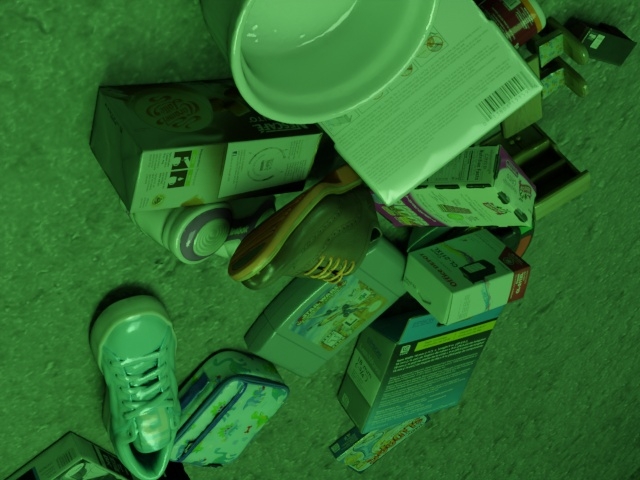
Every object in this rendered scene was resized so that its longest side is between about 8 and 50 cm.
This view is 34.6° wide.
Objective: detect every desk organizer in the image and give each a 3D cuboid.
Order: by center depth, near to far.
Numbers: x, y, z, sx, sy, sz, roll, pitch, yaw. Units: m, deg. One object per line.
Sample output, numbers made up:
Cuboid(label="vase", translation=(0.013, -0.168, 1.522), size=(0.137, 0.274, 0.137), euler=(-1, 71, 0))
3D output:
Cuboid(label="desk organizer", translation=(0.436, -0.317, 1.624), size=(0.130, 0.050, 0.047), euler=(3, 129, -42))

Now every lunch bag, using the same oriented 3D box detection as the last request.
Cuboid(label="lunch bag", translation=(-0.176, 0.297, 1.787), size=(0.219, 0.090, 0.176), euler=(-48, 140, 15))

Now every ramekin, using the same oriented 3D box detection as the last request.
Cuboid(label="ramekin", translation=(-0.007, -0.287, 1.221), size=(0.277, 0.135, 0.277), euler=(-22, 142, -18))

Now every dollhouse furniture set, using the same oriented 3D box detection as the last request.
Cuboid(label="dollhouse furniture set", translation=(0.325, -0.175, 1.599), size=(0.212, 0.161, 0.242), euler=(-31, 144, -7))

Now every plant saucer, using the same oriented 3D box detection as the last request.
Cuboid(label="plant saucer", translation=(0.217, -0.047, 1.722), size=(0.195, 0.037, 0.195), euler=(-32, 172, -5))

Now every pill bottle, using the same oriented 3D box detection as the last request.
Cuboid(label="pill bottle", translation=(0.236, -0.291, 1.458), size=(0.152, 0.086, 0.086), euler=(-38, 145, 4))

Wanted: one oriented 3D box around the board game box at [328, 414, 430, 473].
Cuboid(label="board game box", translation=(0.129, 0.415, 2.215), size=(0.201, 0.035, 0.136), euler=(-39, 144, 5))

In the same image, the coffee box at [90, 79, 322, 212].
Cuboid(label="coffee box", translation=(-0.143, -0.124, 1.288), size=(0.246, 0.141, 0.098), euler=(-9, 135, -32))

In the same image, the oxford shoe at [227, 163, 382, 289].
Cuboid(label="oxford shoe", translation=(0.000, 0.000, 1.380), size=(0.130, 0.132, 0.364), euler=(-33, -177, 31))

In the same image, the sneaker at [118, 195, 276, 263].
Cuboid(label="sneaker", translation=(-0.159, -0.043, 1.409), size=(0.114, 0.152, 0.305), euler=(-64, 162, 6))

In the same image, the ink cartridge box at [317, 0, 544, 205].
Cuboid(label="ink cartridge box", translation=(0.123, -0.217, 1.407), size=(0.275, 0.060, 0.239), euler=(-37, 108, 16))

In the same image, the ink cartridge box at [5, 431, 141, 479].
Cuboid(label="ink cartridge box", translation=(-0.400, 0.453, 1.801), size=(0.165, 0.065, 0.332), euler=(-38, 145, 1))

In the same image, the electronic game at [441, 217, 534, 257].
Cuboid(label="electronic game", translation=(0.298, 0.022, 1.898), size=(0.229, 0.048, 0.229), euler=(-22, 142, -19))

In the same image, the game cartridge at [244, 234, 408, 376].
Cuboid(label="game cartridge", translation=(0.020, 0.109, 1.766), size=(0.297, 0.062, 0.198), euler=(-42, 148, 9))

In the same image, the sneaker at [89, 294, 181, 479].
Cuboid(label="sneaker", translation=(-0.265, 0.239, 1.593), size=(0.135, 0.150, 0.366), euler=(-21, 142, -22))

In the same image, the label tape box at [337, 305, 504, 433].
Cuboid(label="label tape box", translation=(0.193, 0.204, 1.967), size=(0.241, 0.106, 0.333), euler=(-11, 137, -30))

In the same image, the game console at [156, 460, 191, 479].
Cuboid(label="game console", translation=(-0.270, 0.431, 1.830), size=(0.107, 0.122, 0.071), euler=(16, 120, -48))

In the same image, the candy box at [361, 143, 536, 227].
Cuboid(label="candy box", translation=(0.187, -0.079, 1.554), size=(0.159, 0.233, 0.071), euler=(36, 61, -53))

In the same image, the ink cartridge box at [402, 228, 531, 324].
Cuboid(label="ink cartridge box", translation=(0.248, 0.060, 1.755), size=(0.175, 0.127, 0.072), euler=(-16, 132, -30))
